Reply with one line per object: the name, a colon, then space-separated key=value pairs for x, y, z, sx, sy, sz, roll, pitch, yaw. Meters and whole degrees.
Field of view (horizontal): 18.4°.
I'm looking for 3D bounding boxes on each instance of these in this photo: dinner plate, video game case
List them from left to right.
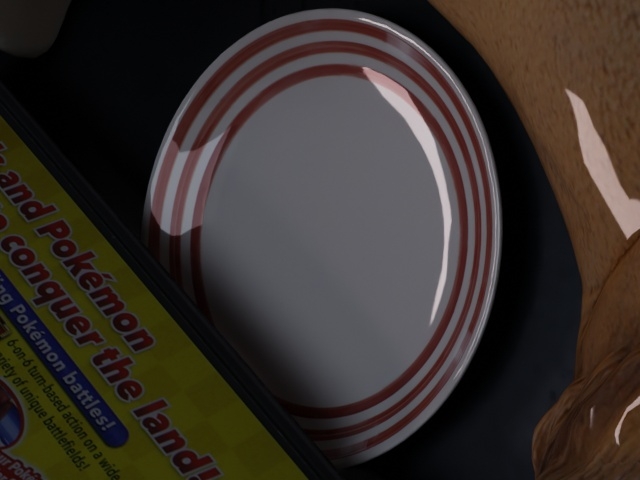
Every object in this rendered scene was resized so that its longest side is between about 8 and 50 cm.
video game case: x=-0.149 y=0.073 z=0.574 sx=0.275 sy=0.248 sz=0.035 roll=47 pitch=155 yaw=32
dinner plate: x=0.000 y=0.000 z=0.603 sx=0.141 sy=0.017 sz=0.141 roll=-5 pitch=82 yaw=37

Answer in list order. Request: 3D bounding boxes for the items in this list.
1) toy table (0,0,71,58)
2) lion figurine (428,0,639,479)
toy table: x=-0.098 y=-0.180 z=0.606 sx=0.274 sy=0.161 sz=0.252 roll=49 pitch=115 yaw=31
lion figurine: x=0.089 y=-0.049 z=0.484 sx=0.240 sy=0.142 sz=0.392 roll=-43 pitch=47 yaw=36
